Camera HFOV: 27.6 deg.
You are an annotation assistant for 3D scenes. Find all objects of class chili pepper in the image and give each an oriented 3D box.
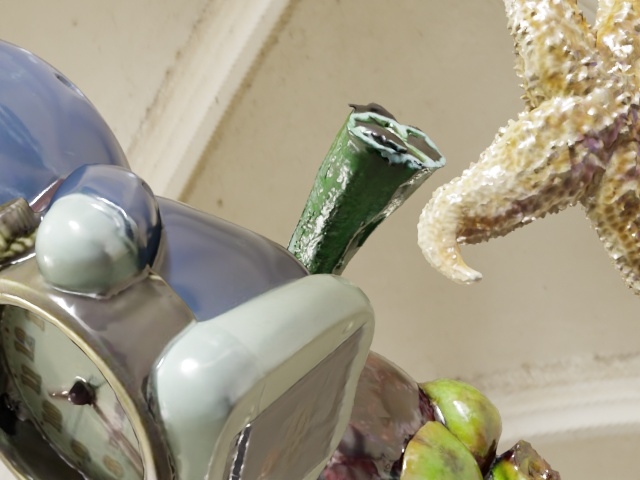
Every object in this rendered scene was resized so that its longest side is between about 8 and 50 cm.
[{"bbox_3d":[0.000,0.000,1.012,0.088,0.059,0.227,24,-61,-21],"label":"chili pepper"}]

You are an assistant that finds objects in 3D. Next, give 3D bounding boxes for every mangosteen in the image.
[{"bbox_3d":[0.013,0.211,1.033,0.300,0.300,0.300,-4,-65,-9],"label":"mangosteen"}]

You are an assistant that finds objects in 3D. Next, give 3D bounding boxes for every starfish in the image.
[{"bbox_3d":[0.191,-0.086,0.810,0.299,0.060,0.303,-7,-95,-19],"label":"starfish"}]

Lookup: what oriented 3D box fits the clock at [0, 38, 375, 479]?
[{"bbox_3d":[-0.108,0.023,0.503,0.146,0.243,0.200,-38,-31,-36],"label":"clock"}]
